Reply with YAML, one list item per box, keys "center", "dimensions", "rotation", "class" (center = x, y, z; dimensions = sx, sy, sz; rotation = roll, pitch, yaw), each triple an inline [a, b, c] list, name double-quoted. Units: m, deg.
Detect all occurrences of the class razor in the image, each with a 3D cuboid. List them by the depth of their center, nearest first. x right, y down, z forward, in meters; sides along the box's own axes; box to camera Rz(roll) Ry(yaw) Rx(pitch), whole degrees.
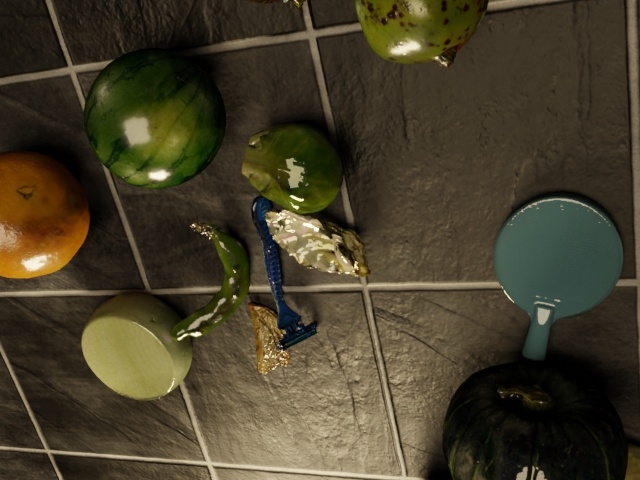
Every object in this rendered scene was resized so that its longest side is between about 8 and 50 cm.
- center: [-0.090, 0.061, 1.513]
  dimensions: [0.056, 0.093, 0.324]
  rotation: [16, 126, 54]
  class: "razor"

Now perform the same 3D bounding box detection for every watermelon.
- center: [-0.287, -0.211, 1.321]
  dimensions: [0.243, 0.242, 0.242]
  rotation: [9, 120, 16]
  class: "watermelon"

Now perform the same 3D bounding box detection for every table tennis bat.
- center: [0.407, 0.068, 1.337]
  dimensions: [0.215, 0.044, 0.328]
  rotation: [11, 119, 13]
  class: "table tennis bat"

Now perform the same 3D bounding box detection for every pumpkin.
- center: [0.376, 0.362, 1.344]
  dimensions: [0.324, 0.323, 0.241]
  rotation: [11, 120, 15]
  class: "pumpkin"

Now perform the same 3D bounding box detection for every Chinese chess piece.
- center: [-0.407, 0.236, 1.694]
  dimensions: [0.251, 0.101, 0.250]
  rotation: [9, 120, 16]
  class: "Chinese chess piece"

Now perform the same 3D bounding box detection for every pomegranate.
- center: [0.132, -0.367, 1.125]
  dimensions: [0.246, 0.198, 0.198]
  rotation: [46, 132, 36]
  class: "pomegranate"

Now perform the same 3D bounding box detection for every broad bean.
- center: [-0.220, 0.095, 1.560]
  dimensions: [0.144, 0.049, 0.291]
  rotation: [12, 117, -9]
  class: "broad bean"

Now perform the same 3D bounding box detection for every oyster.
- center: [-0.004, -0.007, 1.430]
  dimensions: [0.209, 0.072, 0.132]
  rotation: [18, 137, 21]
  class: "oyster"

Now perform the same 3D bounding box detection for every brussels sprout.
- center: [-0.047, -0.131, 1.338]
  dimensions: [0.181, 0.143, 0.161]
  rotation: [24, 159, -7]
  class: "brussels sprout"

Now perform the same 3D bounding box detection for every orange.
- center: [-0.596, -0.051, 1.514]
  dimensions: [0.261, 0.261, 0.261]
  rotation: [9, 120, 16]
  class: "orange"

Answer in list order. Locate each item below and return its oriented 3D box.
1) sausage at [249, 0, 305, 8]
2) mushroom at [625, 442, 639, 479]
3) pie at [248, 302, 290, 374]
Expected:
- center: [-0.154, -0.472, 1.200]
  dimensions: [0.317, 0.117, 0.125]
  rotation: [34, 138, -3]
  class: "sausage"
- center: [0.534, 0.523, 1.457]
  dimensions: [0.292, 0.212, 0.217]
  rotation: [-25, 115, 37]
  class: "mushroom"
- center: [-0.106, 0.213, 1.612]
  dimensions: [0.092, 0.034, 0.169]
  rotation: [6, 114, 20]
  class: "pie"
